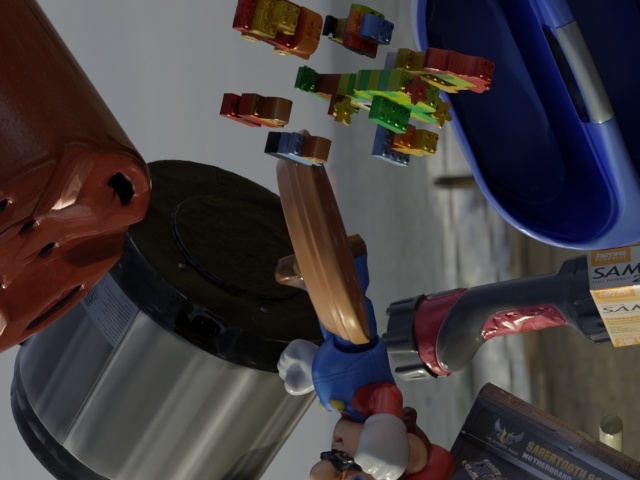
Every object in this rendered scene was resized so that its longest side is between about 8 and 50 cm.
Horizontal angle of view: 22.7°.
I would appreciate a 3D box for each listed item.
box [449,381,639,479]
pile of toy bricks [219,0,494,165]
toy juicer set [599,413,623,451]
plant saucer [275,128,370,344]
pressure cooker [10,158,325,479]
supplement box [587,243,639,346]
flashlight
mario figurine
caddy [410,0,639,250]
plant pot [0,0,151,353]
[{"bbox_3d":[0.239,0.288,1.728,0.183,0.231,0.056,-67,-13,17],"label":"box"},{"bbox_3d":[0.039,-0.103,1.096,0.105,0.212,0.118,6,82,47],"label":"pile of toy bricks"},{"bbox_3d":[0.268,0.295,1.980,0.089,0.329,0.209,41,143,28],"label":"toy juicer set"},{"bbox_3d":[0.000,0.000,1.430,0.200,0.037,0.200,-17,-90,-85],"label":"plant saucer"},{"bbox_3d":[-0.195,0.151,2.033,0.420,0.375,0.370,-58,18,28],"label":"pressure cooker"},{"bbox_3d":[0.240,0.042,1.196,0.098,0.062,0.036,54,-147,-53],"label":"supplement box"},{"bbox_3d":[0.216,0.091,1.764,0.103,0.304,0.103,44,-131,-39],"label":"flashlight"},{"bbox_3d":[0.018,0.165,1.623,0.198,0.170,0.321,-3,-105,-69],"label":"mario figurine"},{"bbox_3d":[0.222,-0.161,1.439,0.179,0.241,0.341,-110,-6,-77],"label":"caddy"},{"bbox_3d":[-0.260,-0.076,0.997,0.265,0.272,0.272,49,166,19],"label":"plant pot"}]
